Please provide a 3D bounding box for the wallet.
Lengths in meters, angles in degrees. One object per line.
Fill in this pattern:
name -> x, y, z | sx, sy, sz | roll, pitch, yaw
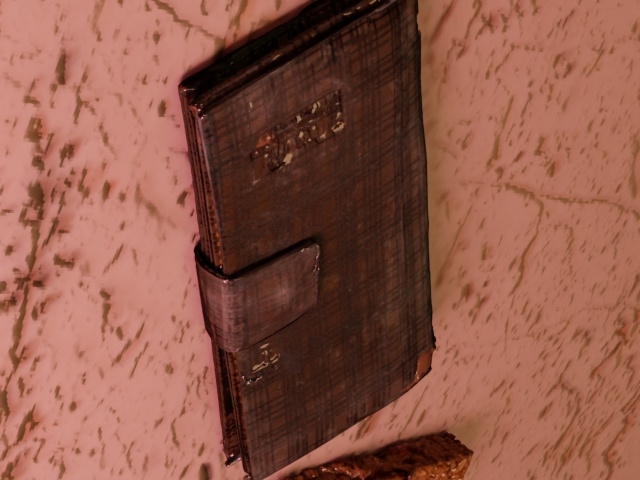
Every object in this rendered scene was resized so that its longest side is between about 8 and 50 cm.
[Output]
wallet -> 0.001, 0.000, 1.189 | 0.169, 0.044, 0.317 | -32, 140, -26

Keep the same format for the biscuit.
biscuit -> 0.031, 0.182, 1.397 | 0.199, 0.034, 0.064 | -10, 128, -47
